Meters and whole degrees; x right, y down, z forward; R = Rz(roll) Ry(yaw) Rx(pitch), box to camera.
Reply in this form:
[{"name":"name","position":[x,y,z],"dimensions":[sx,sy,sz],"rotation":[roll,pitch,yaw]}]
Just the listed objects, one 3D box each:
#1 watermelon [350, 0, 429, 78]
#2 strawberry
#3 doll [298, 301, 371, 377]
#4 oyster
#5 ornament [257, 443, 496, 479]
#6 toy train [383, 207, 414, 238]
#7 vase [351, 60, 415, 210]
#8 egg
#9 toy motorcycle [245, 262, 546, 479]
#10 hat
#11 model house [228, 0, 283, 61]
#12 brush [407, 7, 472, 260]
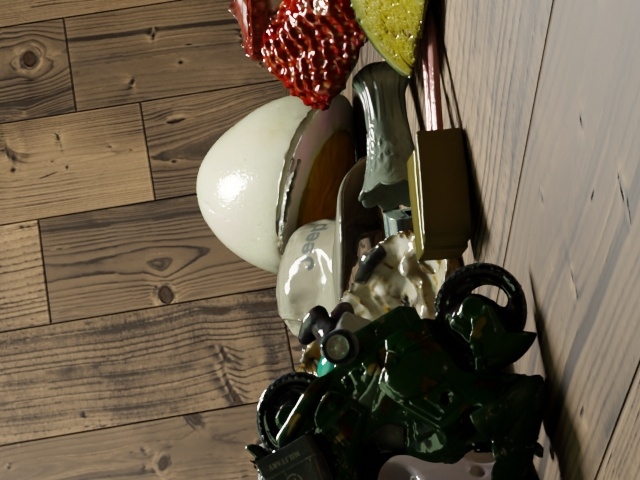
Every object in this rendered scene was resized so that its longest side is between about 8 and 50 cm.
[{"name":"watermelon","position":[0.083,-0.247,1.748],"dimensions":[0.092,0.075,0.181],"rotation":[38,149,24]},{"name":"strawberry","position":[0.007,-0.237,1.945],"dimensions":[0.286,0.106,0.188],"rotation":[122,170,-74]},{"name":"doll","position":[0.083,0.176,1.841],"dimensions":[0.258,0.195,0.153],"rotation":[-105,28,-53]},{"name":"oyster","position":[0.060,0.089,1.989],"dimensions":[0.129,0.078,0.345],"rotation":[63,146,13]},{"name":"ornament","position":[0.072,0.330,1.644],"dimensions":[0.240,0.239,0.239],"rotation":[-94,-2,-57]},{"name":"toy train","position":[0.113,0.089,2.035],"dimensions":[0.048,0.055,0.252],"rotation":[-139,38,-69]},{"name":"vase","position":[0.072,-0.115,1.994],"dimensions":[0.081,0.081,0.149],"rotation":[93,171,-71]},{"name":"egg","position":[-0.063,-0.093,2.628],"dimensions":[0.286,0.174,0.264],"rotation":[-45,-35,-52]},{"name":"toy motorcycle","position":[0.072,0.151,1.530],"dimensions":[0.125,0.274,0.187],"rotation":[11,-128,-65]},{"name":"hat","position":[0.000,0.000,2.428],"dimensions":[0.245,0.149,0.214],"rotation":[75,-153,-45]},{"name":"model house","position":[-0.044,-0.391,2.409],"dimensions":[0.254,0.160,0.196],"rotation":[89,170,-52]},{"name":"brush","position":[0.105,-0.105,1.758],"dimensions":[0.103,0.047,0.233],"rotation":[101,165,-76]}]
